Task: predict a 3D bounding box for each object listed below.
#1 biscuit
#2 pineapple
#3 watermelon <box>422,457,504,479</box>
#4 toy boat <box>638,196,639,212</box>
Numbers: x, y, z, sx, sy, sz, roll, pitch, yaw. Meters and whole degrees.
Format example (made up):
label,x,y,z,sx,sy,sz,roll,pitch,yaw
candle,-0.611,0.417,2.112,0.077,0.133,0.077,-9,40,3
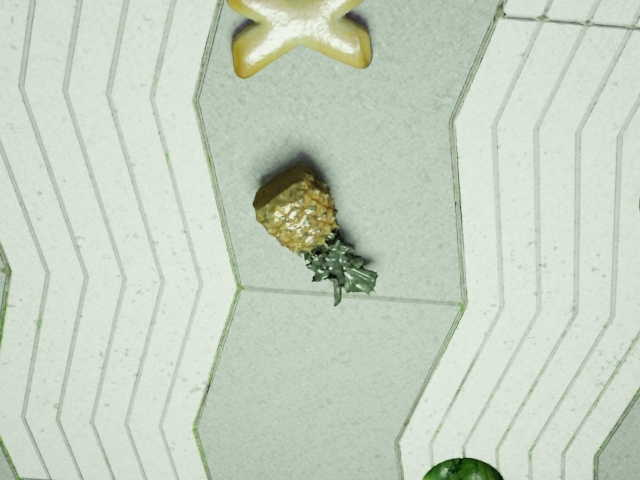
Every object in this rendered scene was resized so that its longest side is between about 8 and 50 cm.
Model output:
label,x,y,z,sx,sy,sz,roll,pitch,yaw
biscuit,-0.031,-0.318,1.064,0.208,0.047,0.164,-4,117,3
pineapple,0.000,-0.001,1.195,0.128,0.128,0.248,-29,119,15
watermelon,0.306,0.480,1.492,0.181,0.075,0.092,19,160,-8
toy boat,0.624,-0.058,1.174,0.227,0.085,0.155,0,119,0
